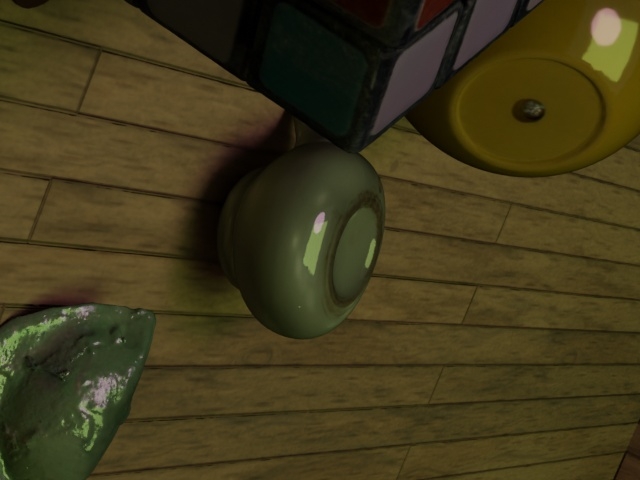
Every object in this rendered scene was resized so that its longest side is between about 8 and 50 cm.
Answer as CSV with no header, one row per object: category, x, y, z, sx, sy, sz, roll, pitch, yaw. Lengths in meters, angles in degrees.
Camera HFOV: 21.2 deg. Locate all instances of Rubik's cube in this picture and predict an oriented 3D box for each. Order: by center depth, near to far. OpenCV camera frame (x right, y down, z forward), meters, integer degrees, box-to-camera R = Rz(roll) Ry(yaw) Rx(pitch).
Rubik's cube,0.029,-0.343,1.321,0.362,0.363,0.358,-45,163,-41

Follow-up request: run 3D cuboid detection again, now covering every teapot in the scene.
teapot,-0.018,0.029,1.824,0.220,0.149,0.318,-51,149,-38

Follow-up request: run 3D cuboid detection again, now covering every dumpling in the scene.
dumpling,-0.237,0.139,1.594,0.216,0.105,0.149,-57,151,-12

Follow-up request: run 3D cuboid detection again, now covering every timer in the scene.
timer,0.225,-0.268,1.829,0.376,0.376,0.387,79,11,-49

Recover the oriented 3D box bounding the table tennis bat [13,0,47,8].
table tennis bat,-0.226,-0.219,1.418,0.083,0.007,0.050,-22,131,-48
